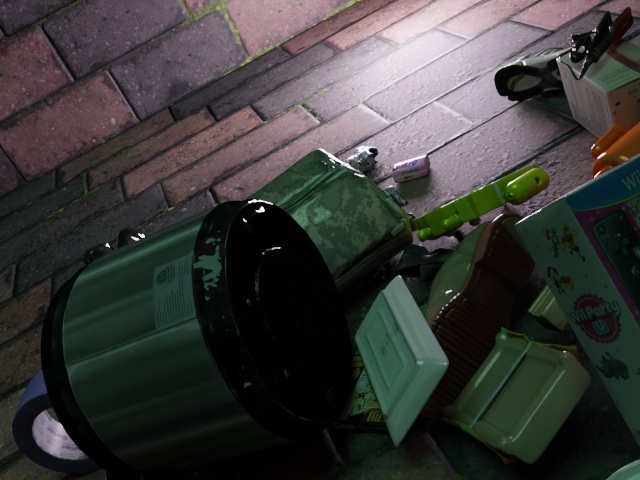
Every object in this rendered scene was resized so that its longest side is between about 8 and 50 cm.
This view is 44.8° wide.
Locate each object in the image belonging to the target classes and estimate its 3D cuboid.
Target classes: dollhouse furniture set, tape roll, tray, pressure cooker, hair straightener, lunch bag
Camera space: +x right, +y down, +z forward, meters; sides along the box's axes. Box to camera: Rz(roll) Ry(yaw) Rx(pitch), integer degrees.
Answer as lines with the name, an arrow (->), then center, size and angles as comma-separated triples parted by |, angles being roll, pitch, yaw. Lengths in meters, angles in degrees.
dollhouse furniture set -> 0.332, 0.179, 1.028 | 0.301, 0.151, 0.197 | -52, 11, -7
tape roll -> -0.426, 0.308, 1.344 | 0.189, 0.189, 0.080 | -23, 28, 9
tray -> 0.103, 0.162, 1.133 | 0.145, 0.030, 0.270 | -61, 19, 16
pressure cooker -> -0.209, 0.157, 1.187 | 0.421, 0.375, 0.369 | -22, 22, 23
hair straightener -> 0.521, -0.374, 1.491 | 0.089, 0.047, 0.230 | 4, 44, 43
lunch bag -> 0.000, 0.000, 1.479 | 0.305, 0.212, 0.256 | -36, 46, -14

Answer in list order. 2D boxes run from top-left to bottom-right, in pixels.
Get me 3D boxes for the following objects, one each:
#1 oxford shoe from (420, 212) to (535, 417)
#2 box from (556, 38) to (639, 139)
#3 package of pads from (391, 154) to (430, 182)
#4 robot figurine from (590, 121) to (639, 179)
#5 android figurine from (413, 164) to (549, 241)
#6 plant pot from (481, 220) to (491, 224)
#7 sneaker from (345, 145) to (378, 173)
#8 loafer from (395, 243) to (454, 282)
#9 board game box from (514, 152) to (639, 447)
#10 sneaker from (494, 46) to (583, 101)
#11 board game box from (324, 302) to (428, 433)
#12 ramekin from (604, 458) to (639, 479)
oxford shoe -> 0.215, 0.117, 1.189 | 0.348, 0.123, 0.130 | -55, 15, -24
box -> 0.571, -0.280, 1.485 | 0.127, 0.148, 0.232 | -24, 29, 5
package of pads -> 0.202, -0.159, 1.729 | 0.083, 0.032, 0.050 | -14, 29, 25
robot figurine -> 0.542, -0.125, 1.281 | 0.219, 0.128, 0.158 | -38, 19, -16
android figurine -> 0.278, -0.062, 1.371 | 0.273, 0.056, 0.248 | -26, -1, -41
plant pot -> 0.301, 0.022, 1.310 | 0.083, 0.083, 0.079 | -11, 46, 29
sneaker -> 0.101, -0.186, 1.845 | 0.058, 0.052, 0.135 | -6, 36, 28
loafer -> 0.201, 0.051, 1.367 | 0.061, 0.062, 0.170 | -53, 27, -19
board game box -> 0.394, 0.057, 0.879 | 0.224, 0.303, 0.097 | -26, -7, -26
sneaker -> 0.546, -0.397, 1.747 | 0.300, 0.111, 0.121 | 2, 36, 40
board game box -> 0.099, 0.196, 1.241 | 0.136, 0.030, 0.259 | -9, 33, 35
ramekin -> 0.355, 0.305, 0.752 | 0.207, 0.109, 0.207 | -21, 29, 12
